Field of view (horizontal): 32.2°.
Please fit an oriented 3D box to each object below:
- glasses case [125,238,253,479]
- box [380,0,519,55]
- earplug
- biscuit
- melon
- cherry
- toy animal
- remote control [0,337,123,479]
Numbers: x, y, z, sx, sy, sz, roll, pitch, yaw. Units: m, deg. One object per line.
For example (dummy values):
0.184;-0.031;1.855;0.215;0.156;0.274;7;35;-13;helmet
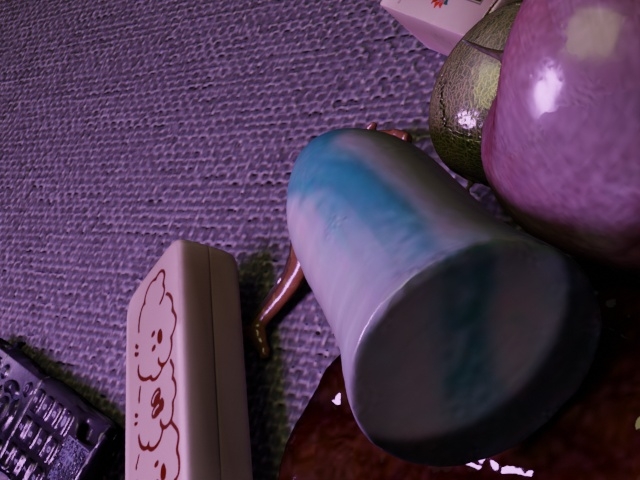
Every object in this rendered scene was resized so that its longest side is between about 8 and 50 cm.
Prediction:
-0.139;0.167;1.135;0.144;0.076;0.336;-49;35;38;glasses case
0.188;-0.284;1.121;0.212;0.095;0.168;-55;36;1;box
0.062;0.005;0.878;0.185;0.185;0.324;-48;32;11;earplug
0.133;0.203;0.849;0.407;0.091;0.407;-26;46;30;biscuit
0.169;-0.123;0.994;0.139;0.139;0.192;24;87;51;melon
0.248;-0.090;0.805;0.307;0.261;0.221;13;62;5;cherry
0.000;0.000;1.148;0.229;0.066;0.224;-16;68;35;toy animal
-0.359;0.219;1.366;0.399;0.062;0.144;19;78;52;remote control
